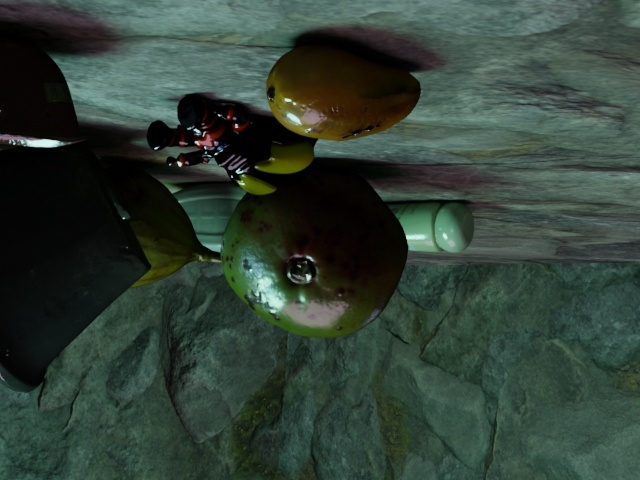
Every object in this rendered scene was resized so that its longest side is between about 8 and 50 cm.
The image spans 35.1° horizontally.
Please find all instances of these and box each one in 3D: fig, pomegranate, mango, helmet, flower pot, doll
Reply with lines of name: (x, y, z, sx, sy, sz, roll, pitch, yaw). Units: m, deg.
fig: (-0.270, 0.006, 1.726, 0.321, 0.217, 0.217, 20, 170, -17)
pomegranate: (-0.018, 0.015, 1.617, 0.291, 0.290, 0.323, 5, -177, -12)
mango: (0.018, -0.134, 0.953, 0.159, 0.084, 0.105, 9, 178, -40)
helmet: (-0.303, -0.142, 0.981, 0.155, 0.106, 0.175, 1, 180, 20)
flower pot: (-0.410, -0.005, 1.460, 0.251, 0.379, 0.379, -26, 175, -2)
doll: (-0.096, -0.111, 1.259, 0.127, 0.088, 0.249, 0, 170, 38)

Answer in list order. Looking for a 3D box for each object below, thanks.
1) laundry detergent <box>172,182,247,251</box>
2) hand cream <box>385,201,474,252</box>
laundry detergent: (-0.118, -0.027, 1.996, 0.264, 0.124, 0.398, -1, 175, 27)
hand cream: (0.139, -0.025, 1.914, 0.306, 0.093, 0.147, 0, -150, 31)
